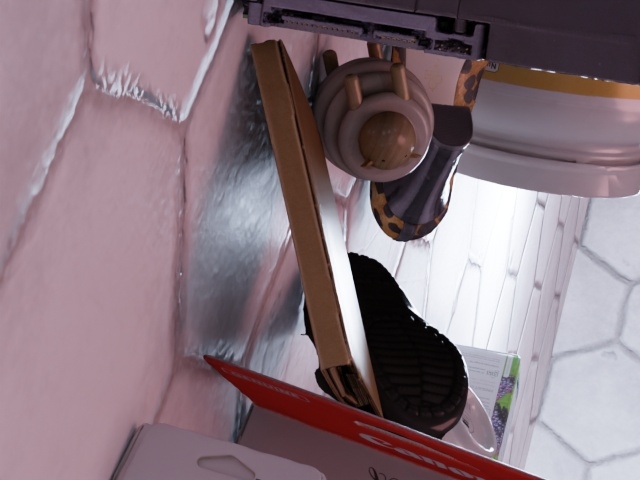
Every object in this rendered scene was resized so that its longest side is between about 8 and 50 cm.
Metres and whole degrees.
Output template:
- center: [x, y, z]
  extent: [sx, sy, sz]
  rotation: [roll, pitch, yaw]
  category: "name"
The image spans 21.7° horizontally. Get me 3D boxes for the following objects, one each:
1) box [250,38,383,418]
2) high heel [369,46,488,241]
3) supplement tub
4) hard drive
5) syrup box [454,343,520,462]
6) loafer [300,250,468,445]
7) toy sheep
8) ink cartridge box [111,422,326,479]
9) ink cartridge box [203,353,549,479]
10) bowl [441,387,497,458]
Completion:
- center: [0.000, 0.000, 1.012]
  extent: [0.164, 0.021, 0.201]
  rotation: [64, 12, -71]
  category: "box"
- center: [0.088, -0.135, 1.393]
  extent: [0.186, 0.093, 0.261]
  rotation: [113, -13, -59]
  category: "high heel"
- center: [0.222, -0.212, 1.514]
  extent: [0.228, 0.228, 0.316]
  rotation: [-35, 134, -72]
  category: "supplement tub"
- center: [0.105, -0.158, 1.046]
  extent: [0.339, 0.236, 0.064]
  rotation: [-35, 134, -71]
  category: "hard drive"
- center: [0.158, 0.245, 1.905]
  extent: [0.093, 0.096, 0.237]
  rotation: [79, 24, -59]
  category: "syrup box"
- center: [0.040, 0.086, 1.161]
  extent: [0.220, 0.080, 0.078]
  rotation: [-116, -141, -60]
  category: "loafer"
- center: [0.034, -0.086, 1.141]
  extent: [0.132, 0.091, 0.091]
  rotation: [-112, -155, -65]
  category: "toy sheep"
- center: [-0.053, 0.179, 0.919]
  extent: [0.150, 0.109, 0.063]
  rotation: [86, 23, -47]
  category: "ink cartridge box"
- center: [0.067, 0.169, 1.055]
  extent: [0.060, 0.275, 0.239]
  rotation: [-68, 159, -12]
  category: "ink cartridge box"
- center: [0.097, 0.166, 1.411]
  extent: [0.170, 0.080, 0.170]
  rotation: [48, 23, -27]
  category: "bowl"
